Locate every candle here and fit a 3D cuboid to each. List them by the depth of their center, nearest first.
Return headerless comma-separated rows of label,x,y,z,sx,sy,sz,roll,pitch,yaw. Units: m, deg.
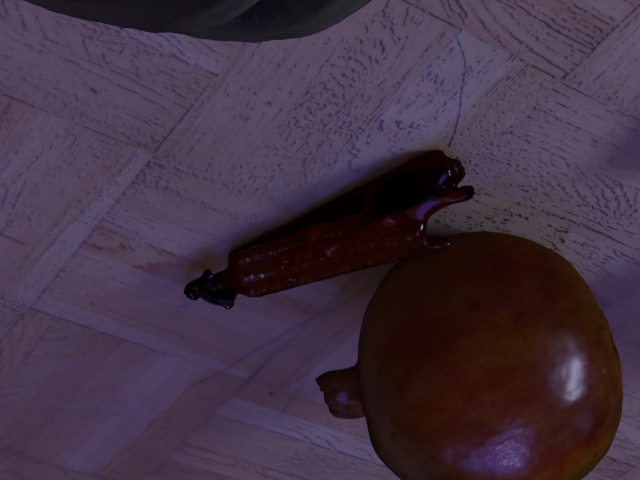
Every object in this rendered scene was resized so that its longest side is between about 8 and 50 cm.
candle,0.000,0.000,1.250,0.301,0.084,0.059,-19,163,24

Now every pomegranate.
pomegranate,0.132,0.123,1.260,0.270,0.252,0.229,-14,167,2

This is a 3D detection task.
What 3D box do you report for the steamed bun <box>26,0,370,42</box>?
steamed bun,-0.090,-0.251,0.801,0.339,0.247,0.352,-14,135,9
